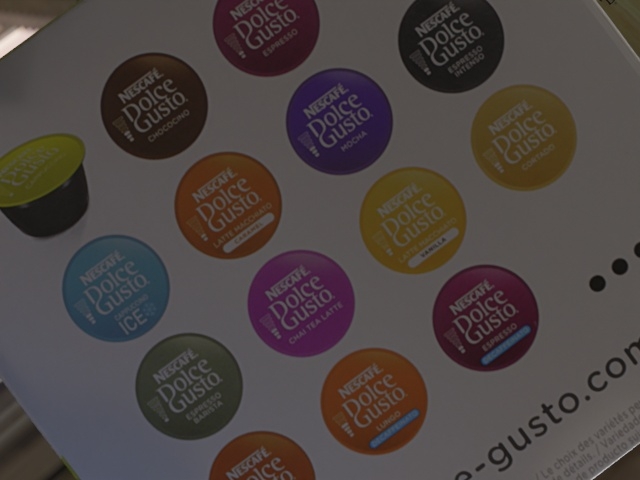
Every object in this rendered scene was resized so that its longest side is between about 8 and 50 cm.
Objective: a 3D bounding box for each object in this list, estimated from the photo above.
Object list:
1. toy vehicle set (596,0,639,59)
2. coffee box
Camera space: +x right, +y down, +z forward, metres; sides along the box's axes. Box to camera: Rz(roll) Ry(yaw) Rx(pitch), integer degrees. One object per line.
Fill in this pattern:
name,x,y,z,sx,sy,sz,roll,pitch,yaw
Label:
toy vehicle set,0.204,-0.111,1.084,0.166,0.035,0.267,45,9,-39
coffee box,0.000,0.000,0.983,0.334,0.338,0.338,54,-2,-1
